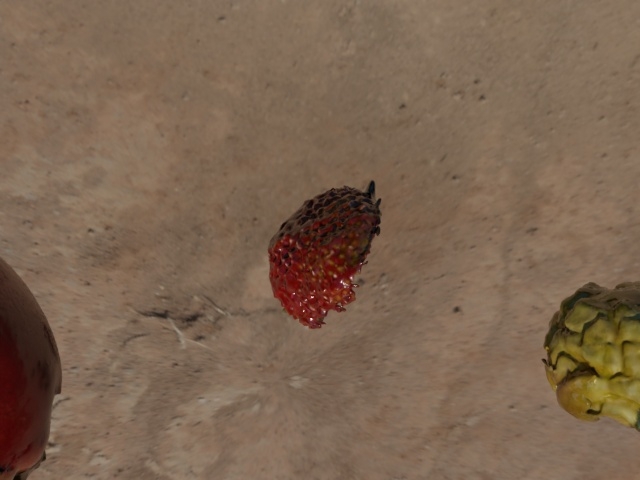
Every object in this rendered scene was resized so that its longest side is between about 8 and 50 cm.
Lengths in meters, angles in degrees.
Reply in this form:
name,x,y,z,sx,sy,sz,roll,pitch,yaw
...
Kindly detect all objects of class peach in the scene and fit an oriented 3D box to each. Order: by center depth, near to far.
name,x,y,z,sx,sy,sz,roll,pitch,yaw
peach,-0.263,0.080,0.585,0.198,0.197,0.197,0,81,-3

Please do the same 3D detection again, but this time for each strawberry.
name,x,y,z,sx,sy,sz,roll,pitch,yaw
strawberry,0.000,0.000,1.364,0.138,0.306,0.233,22,72,-4

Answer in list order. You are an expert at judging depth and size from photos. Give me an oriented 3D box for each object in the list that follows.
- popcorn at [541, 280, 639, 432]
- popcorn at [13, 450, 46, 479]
name,x,y,z,sx,sy,sz,roll,pitch,yaw
popcorn,0.398,0.142,1.114,0.250,0.250,0.189,-3,118,-3
popcorn,-0.424,0.427,1.103,0.290,0.326,0.321,-25,113,-38
